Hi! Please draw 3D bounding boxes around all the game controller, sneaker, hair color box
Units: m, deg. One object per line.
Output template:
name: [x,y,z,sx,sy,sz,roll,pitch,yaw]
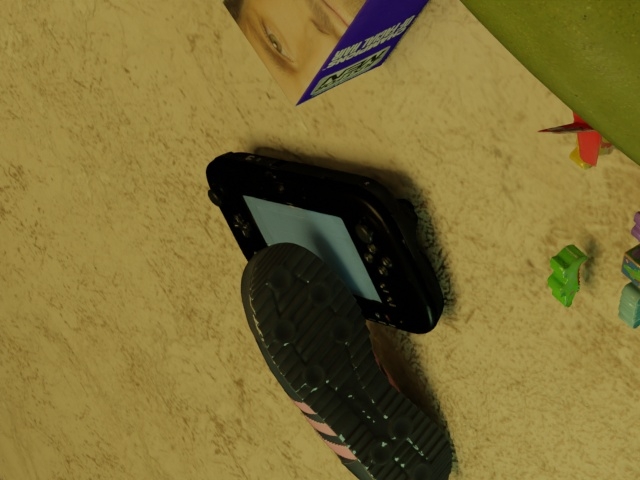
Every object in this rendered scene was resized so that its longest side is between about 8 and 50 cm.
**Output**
game controller: [0.000,0.000,1.857,0.319,0.067,0.166,15,128,55]
sneaker: [0.002,0.131,1.878,0.319,0.112,0.131,58,160,-23]
hair color box: [0.017,-0.270,1.533,0.185,0.110,0.339,56,154,10]

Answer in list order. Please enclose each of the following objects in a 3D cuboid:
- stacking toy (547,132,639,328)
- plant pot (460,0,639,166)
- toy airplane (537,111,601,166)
stacking toy: [0.256,0.016,1.464,0.167,0.052,0.221,45,151,31]
plant pot: [0.224,-0.166,1.160,0.293,0.275,0.275,54,157,-23]
toy airplane: [0.223,-0.078,1.364,0.151,0.028,0.151,26,131,33]
